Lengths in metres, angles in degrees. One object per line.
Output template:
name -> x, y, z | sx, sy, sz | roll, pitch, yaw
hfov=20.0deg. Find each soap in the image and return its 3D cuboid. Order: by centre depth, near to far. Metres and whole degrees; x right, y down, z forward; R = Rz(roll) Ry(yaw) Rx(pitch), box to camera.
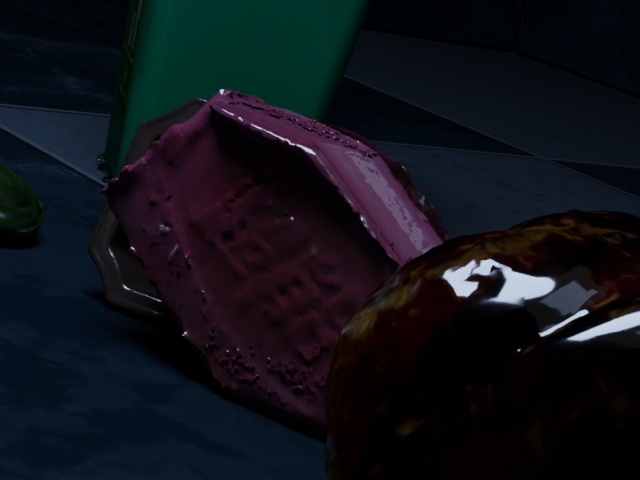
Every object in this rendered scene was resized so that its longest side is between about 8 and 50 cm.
soap -> -0.006, 0.027, 1.276 | 0.289, 0.182, 0.112 | 56, 27, 17

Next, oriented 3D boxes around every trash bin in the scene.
trash bin -> -0.063, -0.217, 1.790 | 0.295, 0.381, 0.259 | 12, 14, -14

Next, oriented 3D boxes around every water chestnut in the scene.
water chestnut -> 0.141, 0.115, 0.942 | 0.289, 0.244, 0.289 | 7, 17, -2

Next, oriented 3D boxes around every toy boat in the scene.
toy boat -> -0.303, -0.050, 1.558 | 0.104, 0.052, 0.210 | 8, 15, -35

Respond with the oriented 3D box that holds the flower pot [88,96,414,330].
flower pot -> -0.042, 0.005, 1.413 | 0.251, 0.179, 0.084 | 19, -11, 18
